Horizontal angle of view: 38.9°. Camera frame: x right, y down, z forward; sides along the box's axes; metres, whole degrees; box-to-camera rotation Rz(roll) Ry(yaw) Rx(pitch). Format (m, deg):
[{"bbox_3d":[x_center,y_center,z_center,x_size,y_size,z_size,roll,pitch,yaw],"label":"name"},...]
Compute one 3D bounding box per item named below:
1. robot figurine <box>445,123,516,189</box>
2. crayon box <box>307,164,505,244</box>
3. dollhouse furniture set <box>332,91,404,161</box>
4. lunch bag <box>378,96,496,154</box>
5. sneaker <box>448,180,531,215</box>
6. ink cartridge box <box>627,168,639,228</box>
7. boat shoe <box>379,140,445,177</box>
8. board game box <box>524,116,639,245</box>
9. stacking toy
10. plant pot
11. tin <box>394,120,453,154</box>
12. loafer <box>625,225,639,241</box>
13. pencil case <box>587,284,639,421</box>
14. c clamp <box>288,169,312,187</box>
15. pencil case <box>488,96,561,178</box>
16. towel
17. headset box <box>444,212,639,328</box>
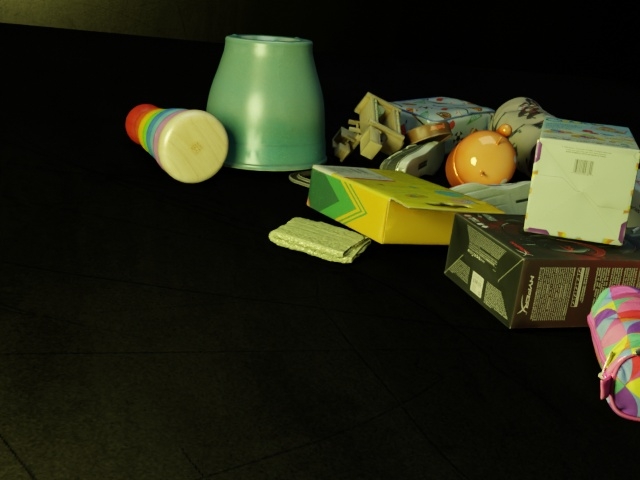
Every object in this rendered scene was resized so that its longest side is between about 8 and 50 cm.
[{"bbox_3d":[0.324,-0.151,1.838,0.158,0.128,0.219,-18,-4,-2],"label":"robot figurine"},{"bbox_3d":[0.137,-0.057,1.558,0.202,0.081,0.318,2,14,-28],"label":"crayon box"},{"bbox_3d":[0.107,-0.199,2.002,0.101,0.161,0.182,24,39,-20],"label":"dollhouse furniture set"},{"bbox_3d":[0.294,-0.300,2.329,0.303,0.115,0.243,-11,24,-41],"label":"lunch bag"},{"bbox_3d":[0.315,-0.061,1.717,0.258,0.094,0.091,-5,-6,-25],"label":"sneaker"},{"bbox_3d":[0.692,-0.057,1.771,0.289,0.121,0.211,2,20,-16],"label":"ink cartridge box"},{"bbox_3d":[0.206,-0.180,1.997,0.070,0.078,0.219,20,24,28],"label":"boat shoe"},{"bbox_3d":[0.404,-0.100,1.412,0.144,0.142,0.275,10,16,14],"label":"board game box"},{"bbox_3d":[-0.314,-0.217,1.831,0.141,0.141,0.330,-4,18,-31],"label":"stacking toy"},{"bbox_3d":[-0.113,-0.297,1.899,0.272,0.255,0.271,3,17,-1],"label":"plant pot"},{"bbox_3d":[0.231,-0.229,2.071,0.106,0.040,0.190,-9,-7,-18],"label":"tin"},{"bbox_3d":[0.555,0.008,1.571,0.251,0.094,0.087,4,24,-11],"label":"loafer"},{"bbox_3d":[0.392,0.137,1.138,0.104,0.104,0.236,11,18,9],"label":"pencil case"},{"bbox_3d":[0.022,-0.118,1.839,0.161,0.022,0.137,18,27,23],"label":"c clamp"},{"bbox_3d":[0.536,-0.222,2.118,0.183,0.160,0.410,-13,23,-9],"label":"pencil case"},{"bbox_3d":[0.000,0.000,1.475,0.148,0.027,0.110,16,22,20],"label":"towel"},{"bbox_3d":[0.370,0.041,1.375,0.293,0.110,0.218,1,19,-19],"label":"headset box"}]
